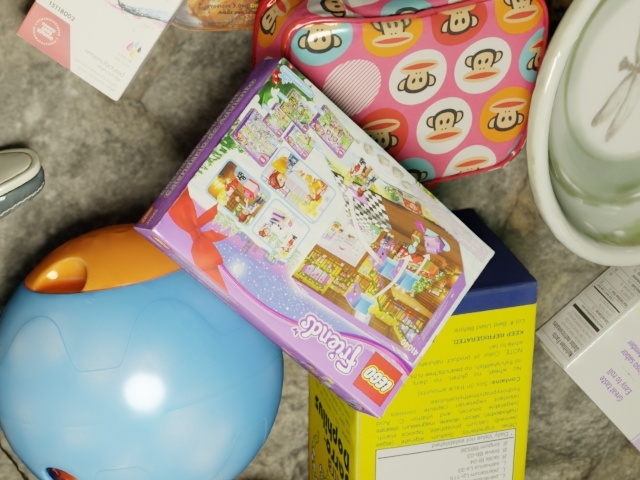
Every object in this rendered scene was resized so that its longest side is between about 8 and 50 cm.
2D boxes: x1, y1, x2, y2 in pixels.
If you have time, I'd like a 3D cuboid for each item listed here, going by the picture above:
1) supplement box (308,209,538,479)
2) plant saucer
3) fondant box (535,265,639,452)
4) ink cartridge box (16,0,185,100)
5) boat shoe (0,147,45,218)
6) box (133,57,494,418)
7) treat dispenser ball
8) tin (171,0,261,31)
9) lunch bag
[{"bbox_3d":[0.103,0.172,1.645,0.194,0.195,0.357,-6,116,-15],"label":"supplement box"},{"bbox_3d":[0.352,-0.170,1.571,0.400,0.100,0.400,-17,124,-27],"label":"plant saucer"},{"bbox_3d":[0.455,0.092,1.775,0.330,0.096,0.238,-41,120,6],"label":"fondant box"},{"bbox_3d":[-0.180,-0.246,1.395,0.115,0.067,0.198,33,109,-6],"label":"ink cartridge box"},{"bbox_3d":[-0.374,-0.003,1.467,0.254,0.095,0.079,-30,118,0],"label":"boat shoe"},{"bbox_3d":[0.000,0.000,1.397,0.293,0.057,0.201,41,76,-22],"label":"box"},{"bbox_3d":[-0.179,0.127,1.479,0.288,0.288,0.288,-7,117,-14],"label":"treat dispenser ball"},{"bbox_3d":[-0.079,-0.262,1.470,0.189,0.040,0.106,-3,120,-17],"label":"tin"},{"bbox_3d":[0.077,-0.145,1.512,0.293,0.120,0.258,-10,127,-19],"label":"lunch bag"}]
